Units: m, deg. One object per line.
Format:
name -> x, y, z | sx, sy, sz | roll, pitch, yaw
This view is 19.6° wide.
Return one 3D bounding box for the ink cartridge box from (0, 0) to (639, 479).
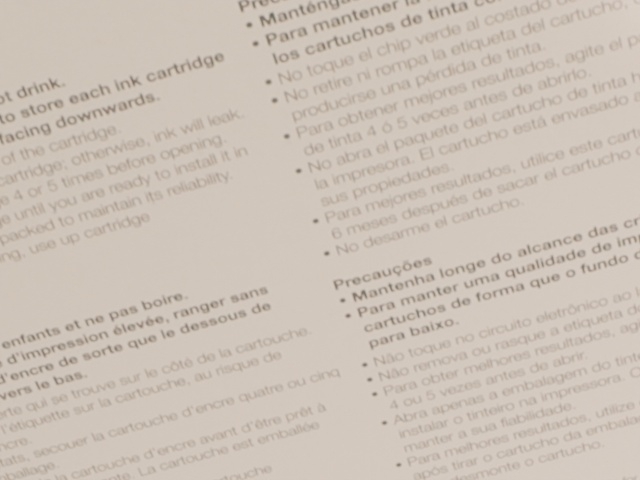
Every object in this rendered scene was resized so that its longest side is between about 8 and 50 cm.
ink cartridge box -> 0.000, 0.000, 0.511 | 0.324, 0.071, 0.330 | -15, 120, 5
